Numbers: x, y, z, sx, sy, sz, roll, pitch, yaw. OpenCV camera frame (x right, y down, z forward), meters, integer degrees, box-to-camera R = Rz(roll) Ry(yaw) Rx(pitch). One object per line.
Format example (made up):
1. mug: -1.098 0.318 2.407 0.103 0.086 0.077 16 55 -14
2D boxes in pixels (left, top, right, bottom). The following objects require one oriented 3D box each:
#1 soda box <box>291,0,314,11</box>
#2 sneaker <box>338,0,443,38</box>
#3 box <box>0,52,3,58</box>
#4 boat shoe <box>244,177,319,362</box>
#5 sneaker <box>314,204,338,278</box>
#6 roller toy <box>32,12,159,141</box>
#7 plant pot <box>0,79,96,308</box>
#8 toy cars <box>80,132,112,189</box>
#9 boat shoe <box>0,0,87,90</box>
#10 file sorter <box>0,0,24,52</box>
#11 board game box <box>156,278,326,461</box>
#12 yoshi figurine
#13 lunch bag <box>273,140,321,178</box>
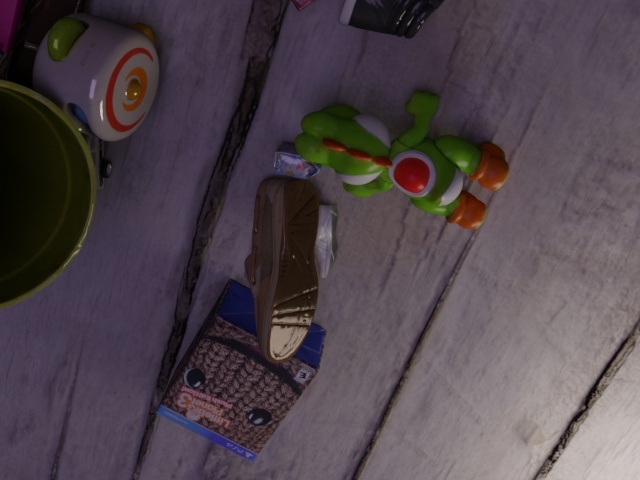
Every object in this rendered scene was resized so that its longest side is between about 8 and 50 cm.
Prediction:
1. soda box: -0.070 -0.498 1.161 0.092 0.083 0.263 -31 110 20
2. sneaker: 0.145 -0.449 1.153 0.147 0.104 0.295 20 124 -5
3. box: -0.647 -0.318 1.335 0.178 0.042 0.109 -11 133 15
4. boat shoe: -0.078 0.054 1.392 0.110 0.122 0.341 9 94 41
5. sneaker: 0.000 0.000 1.433 0.061 0.053 0.152 6 112 15
6. roller toy: -0.363 -0.270 1.247 0.146 0.209 0.191 21 113 13
7. plant pot: -0.623 -0.111 1.240 0.353 0.366 0.366 24 129 44
8. toy cars: -0.526 -0.113 1.418 0.394 0.087 0.176 -38 107 23
9. boat shoe: -0.470 -0.339 1.269 0.095 0.095 0.257 22 115 -33
10. file sorter: -0.617 -0.418 1.111 0.291 0.182 0.202 40 134 1
11. board game box: -0.162 0.269 1.538 0.232 0.141 0.291 29 117 -8
12. yoshi figurine: 0.125 -0.151 1.297 0.362 0.203 0.203 17 160 -17
13. lunch bag: -0.038 -0.145 1.347 0.083 0.071 0.053 13 114 3
